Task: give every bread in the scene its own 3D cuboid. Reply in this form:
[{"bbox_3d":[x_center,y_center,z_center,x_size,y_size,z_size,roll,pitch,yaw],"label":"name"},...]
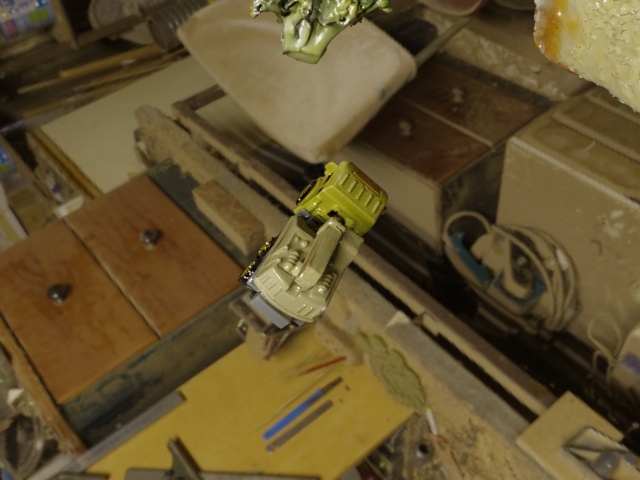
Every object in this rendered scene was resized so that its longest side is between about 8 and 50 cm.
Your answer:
[{"bbox_3d":[0.441,-0.331,0.805,0.248,0.279,0.315,55,149,36],"label":"bread"}]

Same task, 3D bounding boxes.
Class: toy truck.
[{"bbox_3d":[0.000,0.000,1.495,0.181,0.405,0.254,42,143,-12],"label":"toy truck"}]

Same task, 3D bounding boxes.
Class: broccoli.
[{"bbox_3d":[-0.003,-0.573,1.551,0.324,0.334,0.271,139,140,-64],"label":"broccoli"}]

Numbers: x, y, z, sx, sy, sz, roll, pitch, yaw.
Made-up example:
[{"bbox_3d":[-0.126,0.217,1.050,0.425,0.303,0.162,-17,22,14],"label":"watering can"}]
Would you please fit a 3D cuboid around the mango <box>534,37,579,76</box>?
[{"bbox_3d":[0.508,-0.353,1.222,0.252,0.154,0.126,20,100,30],"label":"mango"}]
